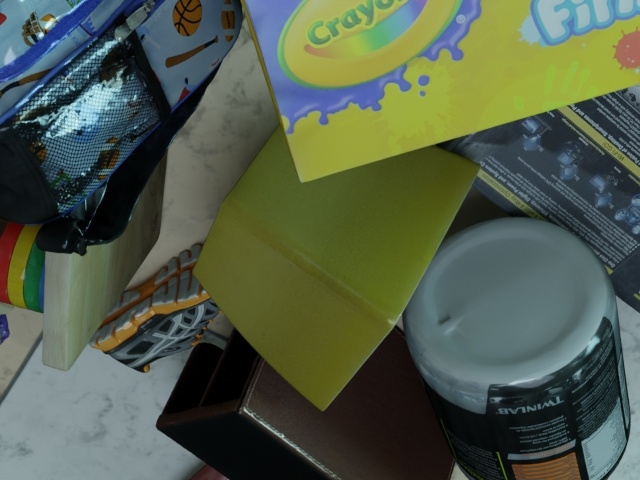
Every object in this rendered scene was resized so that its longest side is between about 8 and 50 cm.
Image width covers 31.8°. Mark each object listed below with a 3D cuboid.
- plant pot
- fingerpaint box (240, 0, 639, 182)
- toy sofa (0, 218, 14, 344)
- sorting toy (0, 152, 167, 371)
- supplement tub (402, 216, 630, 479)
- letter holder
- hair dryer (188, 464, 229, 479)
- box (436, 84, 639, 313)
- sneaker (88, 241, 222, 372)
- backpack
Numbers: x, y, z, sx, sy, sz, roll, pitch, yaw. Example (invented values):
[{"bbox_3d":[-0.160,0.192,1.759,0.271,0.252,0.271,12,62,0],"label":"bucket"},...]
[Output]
[{"bbox_3d":[0.000,0.000,1.091,0.187,0.212,0.212,32,145,0],"label":"plant pot"},{"bbox_3d":[0.154,-0.248,0.856,0.444,0.371,0.163,-17,122,1],"label":"fingerpaint box"},{"bbox_3d":[-0.474,-0.004,1.105,0.362,0.150,0.177,3,126,-6],"label":"toy sofa"},{"bbox_3d":[-0.221,-0.060,1.038,0.089,0.255,0.257,14,121,5],"label":"sorting toy"},{"bbox_3d":[0.217,0.148,1.187,0.207,0.207,0.338,-17,141,6],"label":"supplement tub"},{"bbox_3d":[0.005,0.192,1.281,0.302,0.214,0.152,41,142,-26],"label":"letter holder"},{"bbox_3d":[-0.102,0.362,1.422,0.223,0.080,0.293,-17,129,-13],"label":"hair dryer"},{"bbox_3d":[0.362,-0.099,1.143,0.395,0.097,0.318,34,112,-22],"label":"box"},{"bbox_3d":[-0.149,0.074,1.224,0.215,0.084,0.083,-28,123,23],"label":"sneaker"},{"bbox_3d":[-0.196,-0.169,0.794,0.276,0.263,0.213,31,148,26],"label":"backpack"}]
